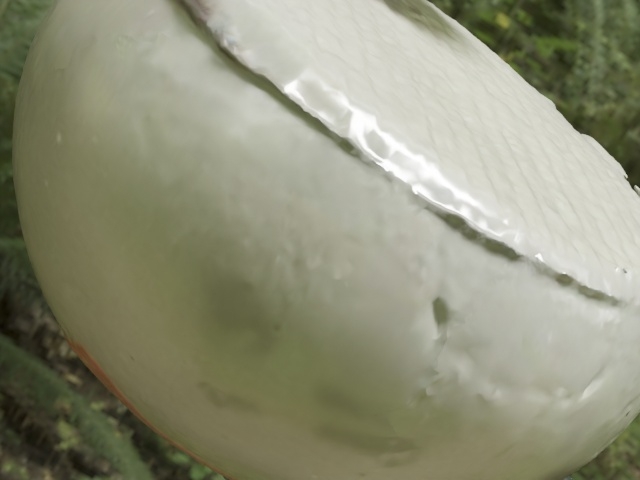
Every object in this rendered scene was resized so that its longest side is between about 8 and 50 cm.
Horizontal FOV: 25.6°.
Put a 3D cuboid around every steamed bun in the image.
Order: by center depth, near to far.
[{"bbox_3d":[0.000,0.000,0.752,0.374,0.241,0.374,34,17,-12],"label":"steamed bun"}]

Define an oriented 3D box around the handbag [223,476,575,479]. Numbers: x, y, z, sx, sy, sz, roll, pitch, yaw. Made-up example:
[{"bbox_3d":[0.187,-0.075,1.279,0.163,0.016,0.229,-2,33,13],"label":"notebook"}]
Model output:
[{"bbox_3d":[0.098,0.213,0.971,0.302,0.178,0.275,31,-25,45],"label":"handbag"}]
